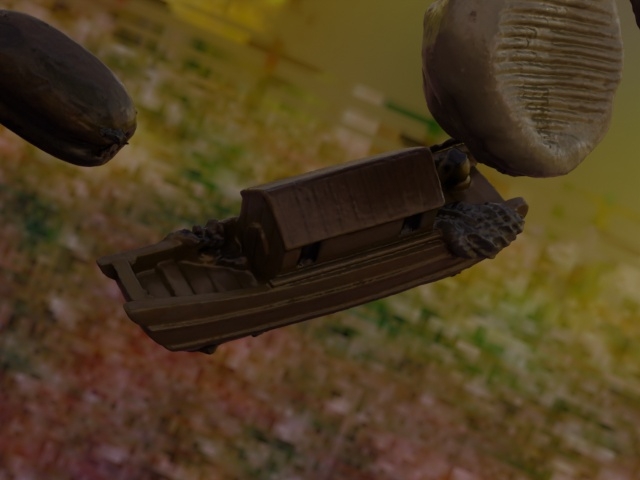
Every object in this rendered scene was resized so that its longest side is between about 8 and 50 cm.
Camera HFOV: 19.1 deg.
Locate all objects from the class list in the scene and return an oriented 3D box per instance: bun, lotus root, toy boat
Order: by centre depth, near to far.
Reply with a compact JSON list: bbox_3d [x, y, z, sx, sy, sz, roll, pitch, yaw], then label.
[{"bbox_3d":[0.173,-0.161,1.739,0.133,0.231,0.231,2,-8,44],"label":"bun"},{"bbox_3d":[0.000,0.000,1.833,0.445,0.162,0.136,-17,53,-25],"label":"toy boat"},{"bbox_3d":[-0.319,-0.179,2.210,0.241,0.124,0.123,38,39,-2],"label":"lotus root"}]

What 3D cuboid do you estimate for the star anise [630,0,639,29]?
[{"bbox_3d":[0.211,-0.190,1.097,0.110,0.258,0.198,-13,-32,9],"label":"star anise"}]
